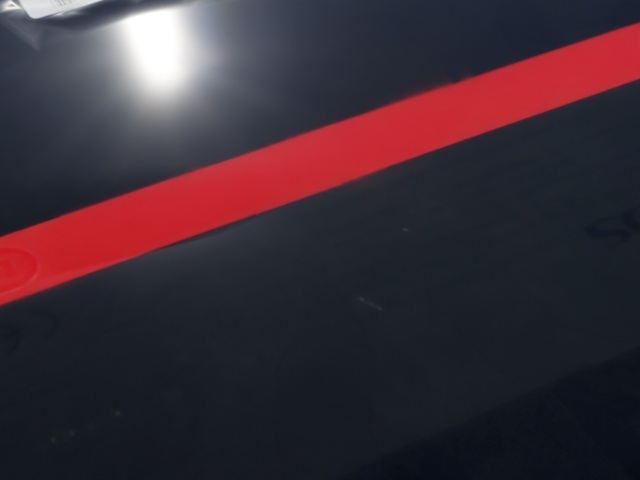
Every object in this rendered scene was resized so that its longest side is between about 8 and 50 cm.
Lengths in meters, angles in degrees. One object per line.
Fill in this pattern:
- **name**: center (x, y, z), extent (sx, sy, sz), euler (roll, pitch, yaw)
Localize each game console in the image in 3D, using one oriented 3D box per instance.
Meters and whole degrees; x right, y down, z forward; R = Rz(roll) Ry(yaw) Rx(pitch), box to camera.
- **game console**: center (0.000, 0.000, 0.501), extent (0.386, 0.060, 0.342), euler (-20, 47, -22)
